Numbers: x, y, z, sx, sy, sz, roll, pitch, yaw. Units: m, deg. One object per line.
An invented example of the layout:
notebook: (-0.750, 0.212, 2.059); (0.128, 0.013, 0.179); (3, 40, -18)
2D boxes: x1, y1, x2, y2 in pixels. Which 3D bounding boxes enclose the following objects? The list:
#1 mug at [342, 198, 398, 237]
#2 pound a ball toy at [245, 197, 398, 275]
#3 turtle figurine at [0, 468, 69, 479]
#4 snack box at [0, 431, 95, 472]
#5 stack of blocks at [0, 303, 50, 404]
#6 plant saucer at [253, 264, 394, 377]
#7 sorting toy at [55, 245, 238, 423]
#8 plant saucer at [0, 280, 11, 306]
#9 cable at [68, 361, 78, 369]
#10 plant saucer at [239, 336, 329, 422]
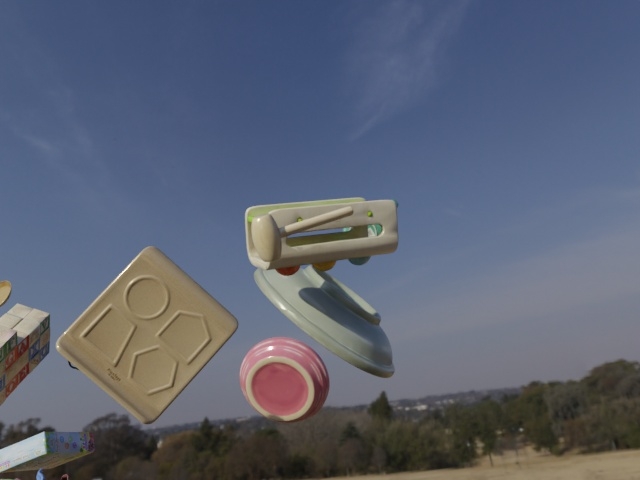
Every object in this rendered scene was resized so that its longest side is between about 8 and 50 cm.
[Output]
mug: (0.125, -0.038, 1.410); (0.129, 0.158, 0.097); (13, 14, 17)
pound a ball toy: (0.000, 0.000, 1.004); (0.318, 0.136, 0.208); (-7, 10, -26)
turtle figurine: (-0.580, 0.562, 1.047); (0.197, 0.275, 0.266); (21, -19, 16)
snack box: (-0.822, 0.636, 1.629); (0.174, 0.070, 0.207); (-24, -26, 10)
stack of blocks: (-0.725, 0.266, 1.199); (0.087, 0.297, 0.171); (18, -62, 0)
plant saucer: (0.032, 0.158, 1.272); (0.101, 0.400, 0.400); (-53, -32, 4)
sorting toy: (-0.264, 0.144, 0.841); (0.208, 0.193, 0.038); (-48, 6, -12)
plant saucer: (-0.790, 0.138, 1.327); (0.083, 0.084, 0.015); (-14, -40, 16)
cable: (-0.524, 0.270, 1.345); (0.184, 0.047, 0.150); (-38, -25, 26)
plant saucer: (-0.136, 0.512, 1.929); (0.331, 0.333, 0.084); (-13, 11, 14)
